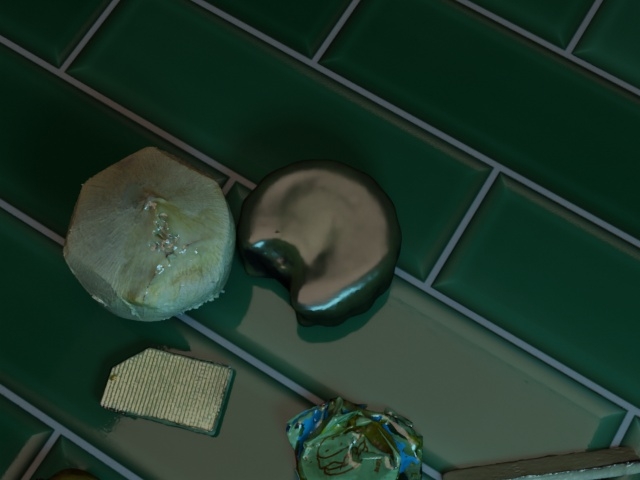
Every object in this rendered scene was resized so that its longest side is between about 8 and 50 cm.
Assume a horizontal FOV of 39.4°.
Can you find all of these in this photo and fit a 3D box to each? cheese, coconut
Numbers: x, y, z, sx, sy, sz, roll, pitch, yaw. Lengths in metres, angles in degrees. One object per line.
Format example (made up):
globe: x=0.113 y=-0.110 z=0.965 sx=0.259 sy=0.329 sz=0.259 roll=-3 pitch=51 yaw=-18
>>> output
cheese: x=0.446 y=0.466 z=1.800 sx=0.400 sy=0.085 sz=0.034 roll=-7 pitch=101 yaw=-3
coconut: x=-0.343 y=-0.007 z=1.811 sx=0.346 sy=0.360 sz=0.346 roll=0 pitch=71 yaw=0

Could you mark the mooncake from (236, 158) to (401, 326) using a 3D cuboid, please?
mooncake: x=0.000 y=0.000 z=1.895 sx=0.351 sy=0.187 sz=0.351 roll=-1 pitch=73 yaw=5

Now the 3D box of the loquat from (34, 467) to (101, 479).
loquat: x=-0.479 y=0.529 z=1.751 sx=0.204 sy=0.172 sz=0.149 roll=28 pitch=72 yaw=-23

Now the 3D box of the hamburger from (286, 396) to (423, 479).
hamburger: x=0.078 y=0.437 z=1.777 sx=0.276 sy=0.150 sz=0.260 roll=-8 pitch=75 yaw=-2

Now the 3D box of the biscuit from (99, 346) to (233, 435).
biscuit: x=-0.322 y=0.310 z=1.873 sx=0.252 sy=0.052 sz=0.150 roll=12 pitch=70 yaw=3
